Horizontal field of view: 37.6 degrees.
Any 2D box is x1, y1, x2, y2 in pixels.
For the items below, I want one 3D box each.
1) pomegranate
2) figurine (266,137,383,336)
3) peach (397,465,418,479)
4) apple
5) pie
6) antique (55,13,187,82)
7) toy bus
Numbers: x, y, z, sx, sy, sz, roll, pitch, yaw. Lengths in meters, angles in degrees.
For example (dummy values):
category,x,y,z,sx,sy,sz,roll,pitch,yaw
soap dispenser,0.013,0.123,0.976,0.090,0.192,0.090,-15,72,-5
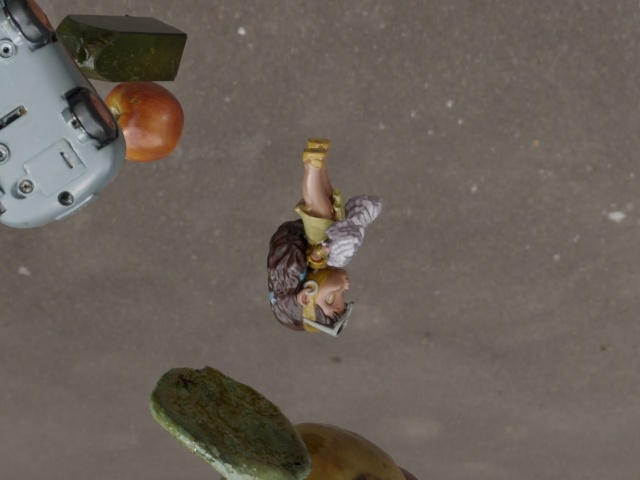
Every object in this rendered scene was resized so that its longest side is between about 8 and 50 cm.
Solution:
category,x,y,z,sx,sy,sz,roll,pitch,yaw
pomegranate,-0.008,0.345,1.113,0.260,0.260,0.260,2,150,1
figurine,-0.001,0.001,1.133,0.116,0.174,0.240,17,116,8
peach,0.107,0.443,1.504,0.152,0.152,0.152,2,150,1
apple,-0.345,-0.231,1.831,0.139,0.163,0.163,9,153,-41
pie,-0.094,0.196,0.975,0.187,0.187,0.041,25,106,-33
antique,-0.303,-0.287,1.413,0.080,0.221,0.081,28,113,21
toy bus,-0.368,-0.162,1.163,0.194,0.287,0.232,-33,-172,1
